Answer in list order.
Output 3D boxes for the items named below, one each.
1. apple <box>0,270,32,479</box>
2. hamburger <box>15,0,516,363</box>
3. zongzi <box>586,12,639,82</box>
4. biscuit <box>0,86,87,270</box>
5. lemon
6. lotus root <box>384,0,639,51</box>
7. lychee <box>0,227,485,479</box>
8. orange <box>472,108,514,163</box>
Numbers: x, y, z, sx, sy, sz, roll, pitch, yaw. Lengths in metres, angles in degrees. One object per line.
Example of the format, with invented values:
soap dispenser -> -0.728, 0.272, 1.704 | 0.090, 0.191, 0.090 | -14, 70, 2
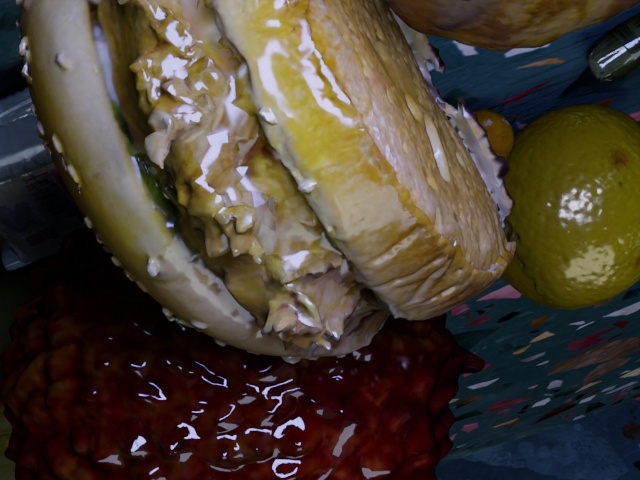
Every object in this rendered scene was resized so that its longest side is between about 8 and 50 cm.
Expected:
apple -> -0.329, 0.185, 1.794 | 0.312, 0.320, 0.360 | 16, 158, 14
hamburger -> -0.055, -0.073, 1.148 | 0.268, 0.445, 0.287 | -22, -157, 20
zongzi -> 0.343, -0.211, 1.756 | 0.104, 0.052, 0.113 | -31, 171, 12
biscuit -> -0.264, -0.061, 1.510 | 0.186, 0.079, 0.309 | -21, 161, -2
lemon -> 0.303, -0.045, 1.876 | 0.253, 0.228, 0.228 | -48, 156, 4
lotus root -> 0.149, -0.270, 1.073 | 0.316, 0.316, 0.250 | -16, 165, -13
lychee -> -0.057, 0.128, 1.526 | 0.500, 0.424, 0.424 | -8, 156, -32
orange -> 0.178, -0.111, 1.812 | 0.083, 0.070, 0.083 | -20, 172, -3
